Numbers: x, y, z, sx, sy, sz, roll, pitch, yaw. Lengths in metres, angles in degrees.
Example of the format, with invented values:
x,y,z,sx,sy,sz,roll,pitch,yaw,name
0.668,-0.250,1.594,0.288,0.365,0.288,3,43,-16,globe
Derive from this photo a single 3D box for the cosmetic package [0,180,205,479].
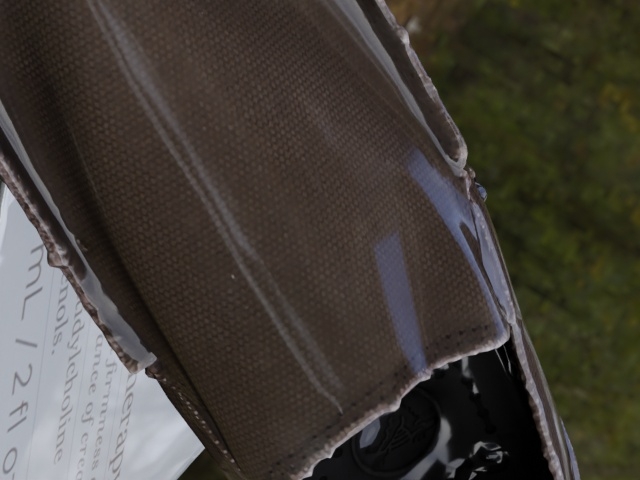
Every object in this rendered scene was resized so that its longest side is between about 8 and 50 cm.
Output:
x,y,z,sx,sy,sz,roll,pitch,yaw,name
-0.228,-0.023,0.993,0.393,0.327,0.329,-44,148,-64,cosmetic package

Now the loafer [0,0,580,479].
x,y,z,sx,sy,sz,roll,pitch,yaw,name
0.000,0.000,0.555,0.134,0.366,0.130,-37,-146,-4,loafer
